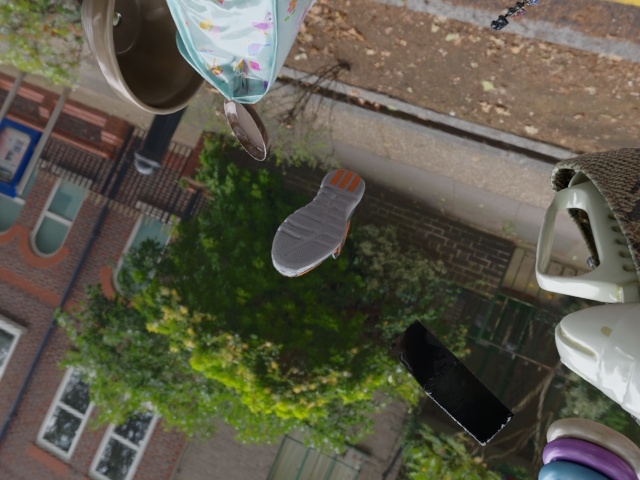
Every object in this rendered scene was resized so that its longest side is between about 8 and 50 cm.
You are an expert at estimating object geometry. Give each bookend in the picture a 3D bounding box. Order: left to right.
[{"bbox_3d":[0.214,0.231,0.850,0.156,0.072,0.157,44,-179,-20],"label":"bookend"}]

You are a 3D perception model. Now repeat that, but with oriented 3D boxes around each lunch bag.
[{"bbox_3d":[-0.084,-0.324,0.639,0.160,0.223,0.262,16,168,1],"label":"lunch bag"}]

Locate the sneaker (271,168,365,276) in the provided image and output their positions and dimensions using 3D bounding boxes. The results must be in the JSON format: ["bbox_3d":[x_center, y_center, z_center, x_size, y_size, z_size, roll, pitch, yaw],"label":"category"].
[{"bbox_3d":[0.000,0.000,1.095,0.125,0.321,0.180,27,139,14],"label":"sneaker"}]

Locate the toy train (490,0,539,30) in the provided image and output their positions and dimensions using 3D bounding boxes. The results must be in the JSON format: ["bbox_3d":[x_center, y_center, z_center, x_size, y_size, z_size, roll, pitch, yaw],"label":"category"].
[{"bbox_3d":[0.544,-0.634,1.397,0.158,0.027,0.036,-32,113,35],"label":"toy train"}]

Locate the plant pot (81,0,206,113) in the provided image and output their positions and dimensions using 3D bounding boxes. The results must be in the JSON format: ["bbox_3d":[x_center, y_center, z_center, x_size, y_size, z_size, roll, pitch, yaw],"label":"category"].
[{"bbox_3d":[-0.257,-0.312,0.731,0.110,0.237,0.237,19,175,19],"label":"plant pot"}]

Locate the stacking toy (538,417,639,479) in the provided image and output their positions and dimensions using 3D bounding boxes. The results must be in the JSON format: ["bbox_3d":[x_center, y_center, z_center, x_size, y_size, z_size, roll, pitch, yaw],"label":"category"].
[{"bbox_3d":[0.341,0.421,0.705,0.141,0.330,0.141,28,146,20],"label":"stacking toy"}]

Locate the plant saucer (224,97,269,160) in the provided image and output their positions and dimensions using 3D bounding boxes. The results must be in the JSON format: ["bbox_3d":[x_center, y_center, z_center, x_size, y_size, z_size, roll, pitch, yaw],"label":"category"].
[{"bbox_3d":[-0.172,-0.272,1.217,0.168,0.029,0.168,47,159,24],"label":"plant saucer"}]

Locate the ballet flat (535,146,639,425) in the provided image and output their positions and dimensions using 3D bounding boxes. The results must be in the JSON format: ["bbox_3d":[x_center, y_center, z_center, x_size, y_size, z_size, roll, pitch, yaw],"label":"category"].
[{"bbox_3d":[0.352,0.060,0.593,0.182,0.482,0.163,-1,134,13],"label":"ballet flat"}]

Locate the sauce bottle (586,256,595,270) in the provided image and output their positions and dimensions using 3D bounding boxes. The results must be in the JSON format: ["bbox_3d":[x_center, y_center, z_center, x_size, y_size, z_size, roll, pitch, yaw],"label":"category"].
[{"bbox_3d":[0.440,0.070,0.741,0.042,0.042,0.128,26,-149,-40],"label":"sauce bottle"}]

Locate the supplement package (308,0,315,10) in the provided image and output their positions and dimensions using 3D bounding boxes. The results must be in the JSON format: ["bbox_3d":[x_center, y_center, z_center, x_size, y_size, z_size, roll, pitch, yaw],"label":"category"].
[{"bbox_3d":[-0.088,-0.492,0.932,0.139,0.244,0.134,38,180,22],"label":"supplement package"}]
